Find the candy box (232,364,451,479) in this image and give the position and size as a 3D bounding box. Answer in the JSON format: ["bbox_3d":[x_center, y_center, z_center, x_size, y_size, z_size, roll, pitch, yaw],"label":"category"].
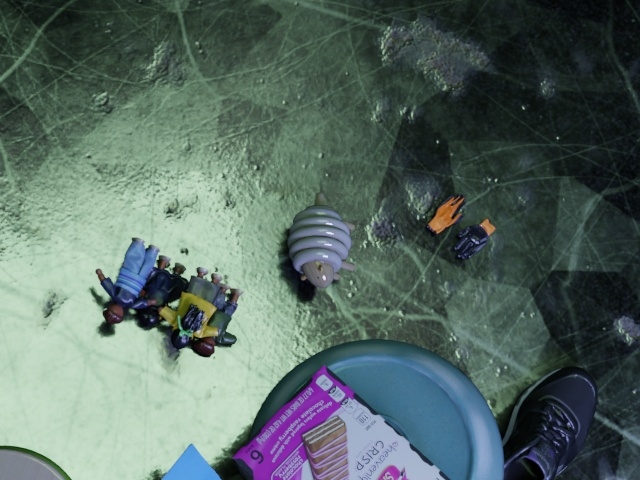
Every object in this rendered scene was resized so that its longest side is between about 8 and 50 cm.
[{"bbox_3d":[0.034,0.282,1.495,0.233,0.071,0.159,40,76,20],"label":"candy box"}]

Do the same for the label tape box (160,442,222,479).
[{"bbox_3d":[-0.094,0.427,1.412,0.240,0.106,0.333,-50,120,-31],"label":"label tape box"}]

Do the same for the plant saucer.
[{"bbox_3d":[0.063,0.264,1.562,0.318,0.043,0.317,-3,66,6],"label":"plant saucer"}]

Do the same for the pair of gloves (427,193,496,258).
[{"bbox_3d":[0.191,-0.019,1.751,0.083,0.010,0.074,45,68,-3],"label":"pair of gloves"}]

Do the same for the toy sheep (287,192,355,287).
[{"bbox_3d":[0.000,0.000,1.657,0.091,0.091,0.132,5,60,-14],"label":"toy sheep"}]

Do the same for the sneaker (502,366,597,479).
[{"bbox_3d":[0.280,0.273,1.634,0.107,0.124,0.283,43,69,-1],"label":"sneaker"}]

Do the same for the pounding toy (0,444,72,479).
[{"bbox_3d":[-0.369,0.323,1.474,0.237,0.110,0.183,-32,96,8],"label":"pounding toy"}]

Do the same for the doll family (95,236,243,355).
[{"bbox_3d":[-0.188,0.078,1.593,0.193,0.076,0.111,24,75,-2],"label":"doll family"}]
